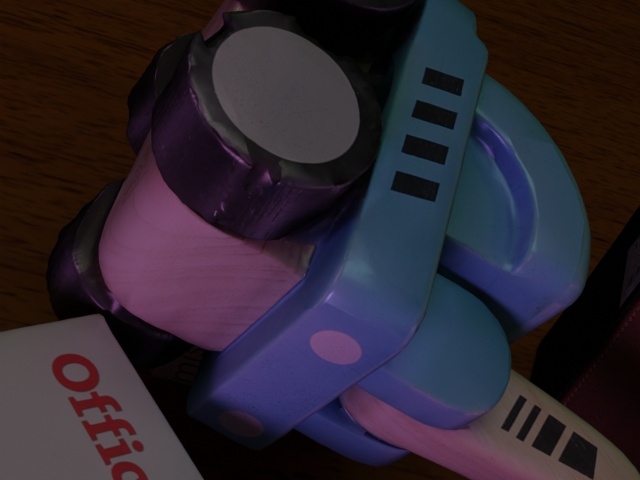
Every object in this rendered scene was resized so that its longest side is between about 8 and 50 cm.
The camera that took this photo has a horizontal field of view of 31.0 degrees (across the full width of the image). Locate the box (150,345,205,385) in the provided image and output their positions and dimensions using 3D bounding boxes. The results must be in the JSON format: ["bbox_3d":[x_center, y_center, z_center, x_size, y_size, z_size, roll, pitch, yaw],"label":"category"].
[{"bbox_3d":[0.000,0.000,0.906,0.231,0.126,0.262,14,39,-15],"label":"box"}]

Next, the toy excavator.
[{"bbox_3d":[0.074,0.065,0.664,0.445,0.222,0.432,29,49,-14],"label":"toy excavator"}]

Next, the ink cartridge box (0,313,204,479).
[{"bbox_3d":[-0.221,0.210,0.487,0.395,0.166,0.285,-10,49,-39],"label":"ink cartridge box"}]

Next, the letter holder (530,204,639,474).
[{"bbox_3d":[0.318,0.073,0.863,0.214,0.301,0.152,28,37,1],"label":"letter holder"}]
